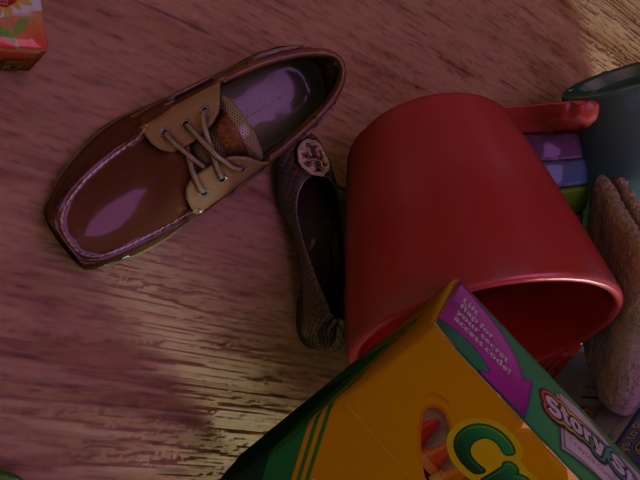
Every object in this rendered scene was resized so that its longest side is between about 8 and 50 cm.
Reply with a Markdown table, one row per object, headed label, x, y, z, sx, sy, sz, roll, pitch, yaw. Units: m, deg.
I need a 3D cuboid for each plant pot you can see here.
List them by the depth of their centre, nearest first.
| label | x | y | z | sx | sy | sz | roll | pitch | yaw |
| --- | --- | --- | --- | --- | --- | --- | --- | --- | --- |
| plant pot | 0.143 | -0.004 | 0.727 | 0.275 | 0.275 | 0.243 | 13 | 52 | -35 |
| plant pot | 0.459 | -0.113 | 0.959 | 0.272 | 0.272 | 0.255 | -32 | 109 | -35 |

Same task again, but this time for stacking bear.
| label | x | y | z | sx | sy | sz | roll | pitch | yaw |
| --- | --- | --- | --- | --- | --- | --- | --- | --- | --- |
| stacking bear | 0.274 | -0.031 | 0.903 | 0.164 | 0.175 | 0.289 | -20 | 109 | -67 |

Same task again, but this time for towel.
| label | x | y | z | sx | sy | sz | roll | pitch | yaw |
| --- | --- | --- | --- | --- | --- | --- | --- | --- | --- |
| towel | 0.337 | 0.045 | 0.785 | 0.282 | 0.049 | 0.187 | -59 | 152 | -66 |

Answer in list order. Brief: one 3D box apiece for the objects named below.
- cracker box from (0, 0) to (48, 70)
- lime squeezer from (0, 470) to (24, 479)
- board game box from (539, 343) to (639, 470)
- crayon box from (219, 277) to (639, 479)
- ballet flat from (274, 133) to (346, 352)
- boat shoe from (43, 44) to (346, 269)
| label | x | y | z | sx | sy | sz | roll | pitch | yaw |
| --- | --- | --- | --- | --- | --- | --- | --- | --- | --- |
| cracker box | -0.321 | -0.258 | 0.540 | 0.156 | 0.067 | 0.232 | -9 | 91 | -38 |
| lime squeezer | -0.271 | 0.253 | 0.524 | 0.110 | 0.059 | 0.310 | -15 | 94 | -37 |
| board game box | 0.284 | 0.225 | 0.768 | 0.308 | 0.302 | 0.086 | -29 | 103 | -40 |
| crayon box | 0.120 | 0.268 | 0.572 | 0.363 | 0.313 | 0.106 | 46 | 30 | 2 |
| ballet flat | 0.000 | 0.000 | 0.752 | 0.084 | 0.058 | 0.249 | -3 | 87 | -36 |
| boat shoe | -0.105 | -0.097 | 0.636 | 0.324 | 0.120 | 0.122 | -42 | 107 | -24 |
